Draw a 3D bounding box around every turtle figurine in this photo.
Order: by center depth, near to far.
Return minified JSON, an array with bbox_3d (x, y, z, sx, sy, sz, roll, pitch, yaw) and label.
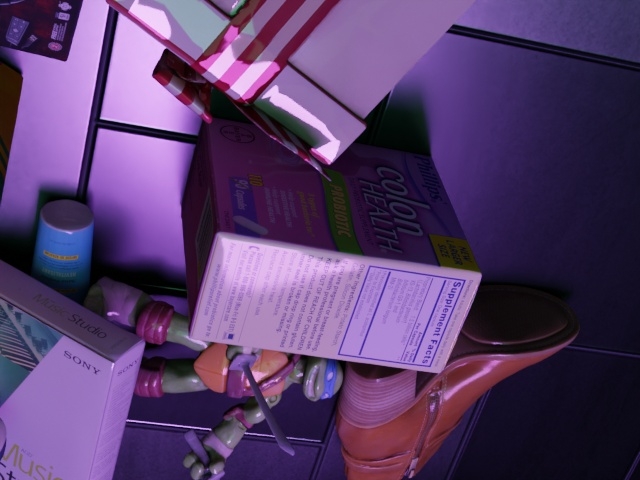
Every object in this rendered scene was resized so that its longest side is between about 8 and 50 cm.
[{"bbox_3d":[-0.123,0.153,1.148,0.266,0.275,0.198,15,155,8],"label":"turtle figurine"}]

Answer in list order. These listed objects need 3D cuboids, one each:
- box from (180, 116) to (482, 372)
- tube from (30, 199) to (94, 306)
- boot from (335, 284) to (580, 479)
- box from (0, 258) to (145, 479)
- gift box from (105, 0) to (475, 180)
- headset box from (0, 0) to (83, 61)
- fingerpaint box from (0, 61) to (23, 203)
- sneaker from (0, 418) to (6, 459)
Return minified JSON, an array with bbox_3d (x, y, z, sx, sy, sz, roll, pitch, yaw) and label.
[{"bbox_3d":[0.000,0.000,1.078,0.242,0.214,0.117,10,121,-15],"label":"box"},{"bbox_3d":[-0.270,0.054,1.176,0.080,0.052,0.207,12,126,-4],"label":"tube"},{"bbox_3d":[0.150,0.176,1.286,0.283,0.109,0.220,-20,138,-19],"label":"boot"},{"bbox_3d":[-0.316,0.184,1.174,0.232,0.058,0.322,27,120,16],"label":"box"},{"bbox_3d":[-0.015,-0.218,0.912,0.276,0.255,0.258,38,108,-24],"label":"gift box"},{"bbox_3d":[-0.313,-0.271,0.865,0.293,0.110,0.218,13,150,-17],"label":"headset box"},{"bbox_3d":[-0.453,0.054,0.949,0.163,0.371,0.445,34,113,-27],"label":"fingerpaint box"},{"bbox_3d":[-0.429,0.267,1.177,0.350,0.131,0.148,-18,119,30],"label":"sneaker"}]
